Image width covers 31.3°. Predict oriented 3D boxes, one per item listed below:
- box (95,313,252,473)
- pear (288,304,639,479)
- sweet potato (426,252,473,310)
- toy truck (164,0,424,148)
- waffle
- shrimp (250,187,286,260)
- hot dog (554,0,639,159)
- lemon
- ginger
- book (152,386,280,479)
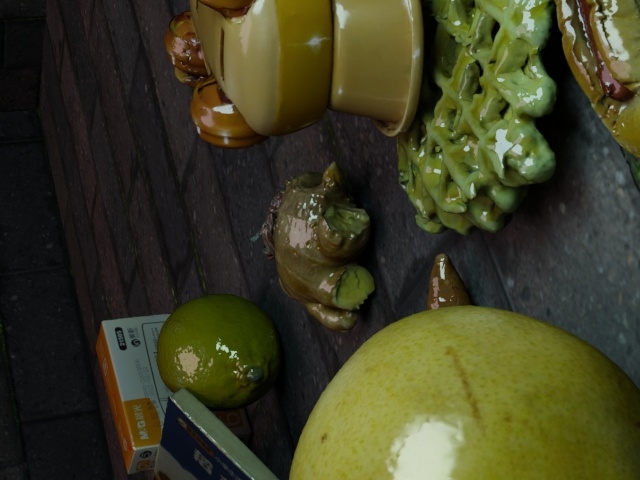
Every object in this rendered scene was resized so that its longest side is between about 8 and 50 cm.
[{"bbox_3d":[-0.260,0.261,2.001,0.274,0.220,0.091,66,150,32],"label":"box"},{"bbox_3d":[0.124,0.201,0.852,0.314,0.314,0.315,172,90,-70],"label":"pear"},{"bbox_3d":[0.137,0.112,1.130,0.055,0.058,0.202,-13,89,27],"label":"sweet potato"},{"bbox_3d":[-0.034,-0.213,1.080,0.288,0.211,0.204,-112,20,-51],"label":"toy truck"},{"bbox_3d":[0.123,-0.150,1.026,0.317,0.073,0.297,151,113,-74],"label":"waffle"},{"bbox_3d":[-0.053,-0.014,1.568,0.073,0.075,0.190,42,159,11],"label":"shrimp"},{"bbox_3d":[0.208,-0.170,0.808,0.084,0.073,0.243,133,127,-70],"label":"hot dog"},{"bbox_3d":[-0.150,0.170,1.730,0.248,0.184,0.184,3,100,56],"label":"lemon"},{"bbox_3d":[0.000,0.000,1.379,0.157,0.102,0.216,48,141,46],"label":"ginger"},{"bbox_3d":[-0.144,0.424,1.789,0.300,0.039,0.428,41,148,15],"label":"book"}]
